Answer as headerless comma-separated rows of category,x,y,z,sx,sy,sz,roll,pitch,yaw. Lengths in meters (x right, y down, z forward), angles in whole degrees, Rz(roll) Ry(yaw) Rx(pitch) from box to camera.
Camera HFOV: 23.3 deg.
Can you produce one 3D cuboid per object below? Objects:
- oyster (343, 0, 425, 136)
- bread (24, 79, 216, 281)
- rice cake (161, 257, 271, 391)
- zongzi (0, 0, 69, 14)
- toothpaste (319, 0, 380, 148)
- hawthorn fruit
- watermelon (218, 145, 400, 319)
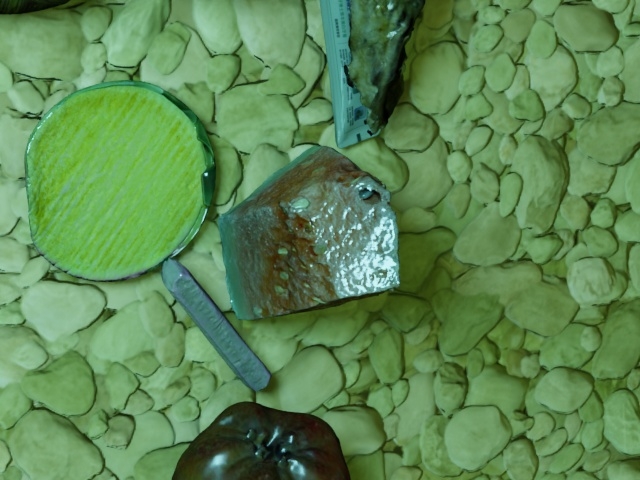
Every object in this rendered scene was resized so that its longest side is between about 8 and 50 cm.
oyster,0.082,-0.263,1.737,0.094,0.166,0.294,1,120,11
bread,-0.222,-0.066,1.695,0.228,0.033,0.229,-9,110,-24
rice cake,-0.120,0.097,1.773,0.036,0.047,0.207,-45,125,-14
zongzi,-0.326,-0.253,1.503,0.187,0.184,0.084,-10,108,-23
toothpaste,0.029,-0.213,1.772,0.064,0.041,0.218,-23,117,-28
hawthorn fruit,-0.069,0.313,1.796,0.208,0.208,0.248,-14,134,-21
watermelon,0.000,0.000,1.695,0.139,0.256,0.193,-9,99,-27
